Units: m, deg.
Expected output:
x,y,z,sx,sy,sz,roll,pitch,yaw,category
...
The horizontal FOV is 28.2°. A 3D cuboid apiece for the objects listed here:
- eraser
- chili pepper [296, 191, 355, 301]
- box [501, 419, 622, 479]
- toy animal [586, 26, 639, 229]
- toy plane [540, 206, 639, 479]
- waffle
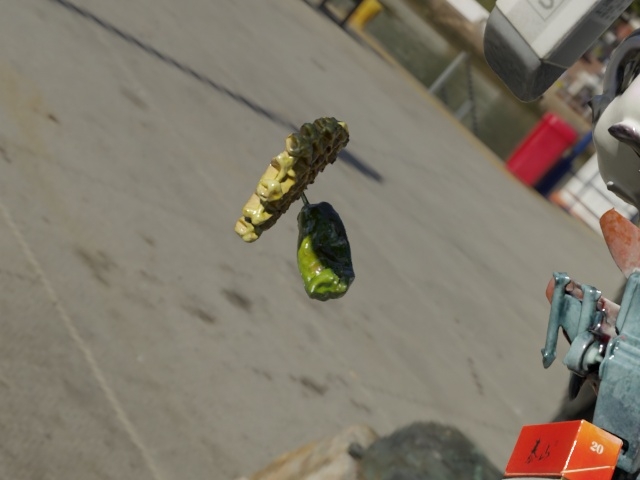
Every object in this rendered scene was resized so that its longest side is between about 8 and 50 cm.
x,y,z,sx,sy,sz,roll,pitch,yaw,category
0.275,-0.276,1.187,0.061,0.352,0.089,1,47,-52,eraser
0.002,-0.001,1.661,0.072,0.073,0.204,0,46,-9,chili pepper
0.169,0.217,0.987,0.048,0.152,0.100,26,-17,-15,box
0.403,-0.087,1.314,0.251,0.251,0.309,22,54,-56,toy animal
0.252,0.148,1.022,0.223,0.326,0.104,25,18,37,toy plane
-0.030,-0.082,1.604,0.046,0.160,0.192,35,25,11,waffle
